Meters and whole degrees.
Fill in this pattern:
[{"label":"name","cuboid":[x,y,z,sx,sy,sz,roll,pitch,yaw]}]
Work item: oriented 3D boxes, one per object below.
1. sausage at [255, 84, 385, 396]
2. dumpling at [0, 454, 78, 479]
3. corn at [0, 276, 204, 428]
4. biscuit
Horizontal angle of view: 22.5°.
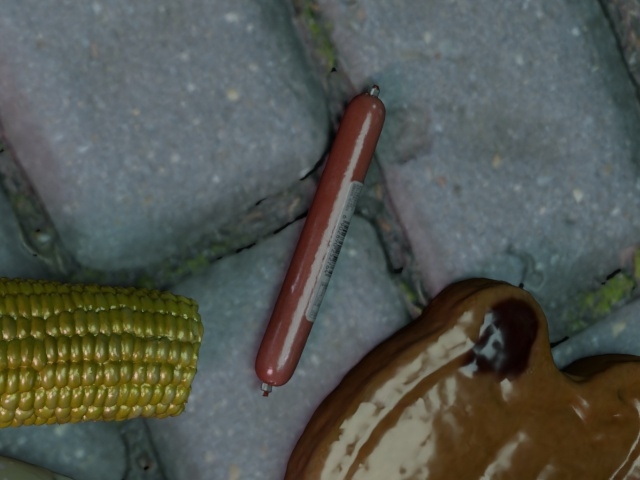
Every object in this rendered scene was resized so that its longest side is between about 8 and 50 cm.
[{"label":"sausage","cuboid":[0.000,0.000,1.082,0.029,0.029,0.223,20,88,-24]},{"label":"dumpling","cuboid":[-0.211,0.210,0.987,0.181,0.111,0.155,22,119,-17]},{"label":"corn","cuboid":[-0.189,0.068,0.978,0.244,0.093,0.093,-1,97,-25]},{"label":"biscuit","cuboid":[0.173,0.244,1.170,0.455,0.078,0.349,26,90,-24]}]
